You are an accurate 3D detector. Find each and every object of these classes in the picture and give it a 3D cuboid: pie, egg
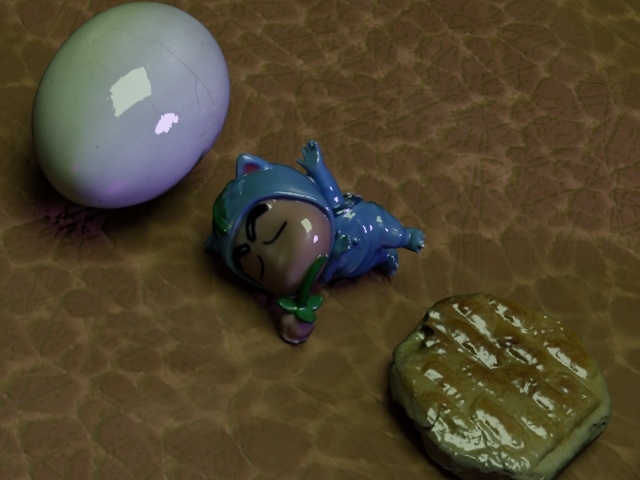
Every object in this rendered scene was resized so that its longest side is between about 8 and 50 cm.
[{"bbox_3d":[0.142,0.119,1.623,0.195,0.046,0.195,13,44,-13],"label":"pie"},{"bbox_3d":[-0.158,-0.109,1.647,0.151,0.151,0.209,25,46,3],"label":"egg"}]

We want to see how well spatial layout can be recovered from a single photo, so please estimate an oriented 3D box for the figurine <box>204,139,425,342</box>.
[{"bbox_3d":[-0.001,0.005,1.639,0.178,0.114,0.144,10,45,-26],"label":"figurine"}]
